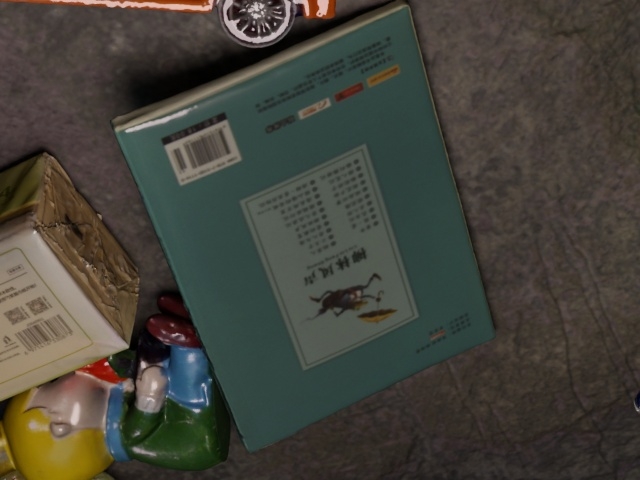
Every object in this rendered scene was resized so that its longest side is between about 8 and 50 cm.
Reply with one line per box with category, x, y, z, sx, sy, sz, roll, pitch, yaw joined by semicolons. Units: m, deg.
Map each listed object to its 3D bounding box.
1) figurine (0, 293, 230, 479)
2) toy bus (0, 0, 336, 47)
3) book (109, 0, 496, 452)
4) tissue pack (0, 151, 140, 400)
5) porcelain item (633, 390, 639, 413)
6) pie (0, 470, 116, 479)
figurine;-0.206;0.143;1.526;0.234;0.127;0.185;1;124;10
toy bus;-0.151;-0.239;1.216;0.329;0.143;0.153;3;118;-3
book;0.000;0.000;1.426;0.264;0.031;0.379;-23;127;-7
tissue pack;-0.295;0.049;1.440;0.234;0.125;0.159;-24;124;17
porcelain item;0.380;0.167;1.625;0.136;0.021;0.075;30;121;-23
pie;-0.289;0.328;1.692;0.306;0.071;0.306;-2;127;-3
